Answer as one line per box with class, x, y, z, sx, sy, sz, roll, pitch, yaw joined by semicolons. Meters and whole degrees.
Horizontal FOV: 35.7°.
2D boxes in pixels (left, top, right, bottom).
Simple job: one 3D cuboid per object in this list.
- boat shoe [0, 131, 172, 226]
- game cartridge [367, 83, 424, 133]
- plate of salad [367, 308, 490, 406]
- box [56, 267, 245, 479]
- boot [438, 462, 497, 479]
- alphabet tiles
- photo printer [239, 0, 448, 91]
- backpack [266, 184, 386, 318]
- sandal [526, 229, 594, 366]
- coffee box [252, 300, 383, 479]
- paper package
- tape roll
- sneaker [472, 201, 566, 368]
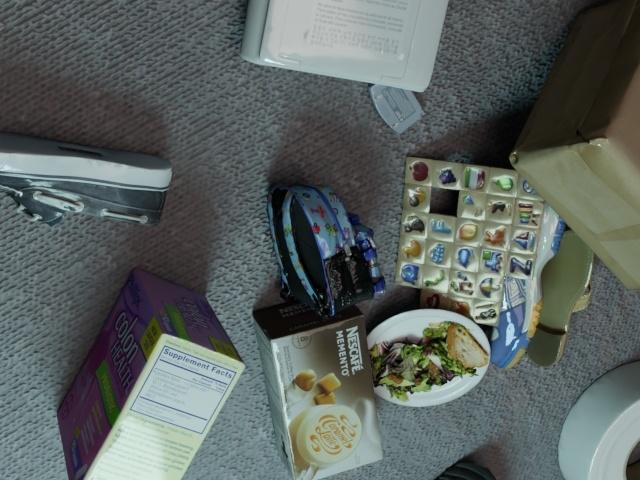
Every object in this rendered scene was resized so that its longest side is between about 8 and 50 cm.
boat shoe;-0.334;-0.067;1.216;0.301;0.108;0.102;5;106;-29
game cartridge;0.102;-0.191;1.370;0.056;0.017;0.083;-39;117;-6
plate of salad;0.156;0.184;1.487;0.200;0.048;0.200;-1;127;-1
box;-0.228;0.195;1.287;0.117;0.213;0.243;26;100;-27
boot;0.247;0.640;1.648;0.367;0.146;0.445;-41;121;-14
alphabet tiles;0.210;0.005;1.426;0.198;0.009;0.237;9;111;14
photo printer;0.047;-0.355;1.233;0.256;0.107;0.307;5;106;-21
backpack;0.000;0.000;1.336;0.117;0.158;0.173;-21;104;-20
sandal;0.384;0.081;1.557;0.079;0.088;0.240;-20;128;-47
coffee box;-0.002;0.211;1.439;0.141;0.098;0.246;-14;114;-15
paper package;0.458;-0.135;1.372;0.325;0.168;0.309;42;63;-26
tape roll;0.553;0.349;1.692;0.286;0.100;0.286;-6;111;-17
sneaker;0.270;0.047;1.488;0.131;0.112;0.296;9;107;-2
